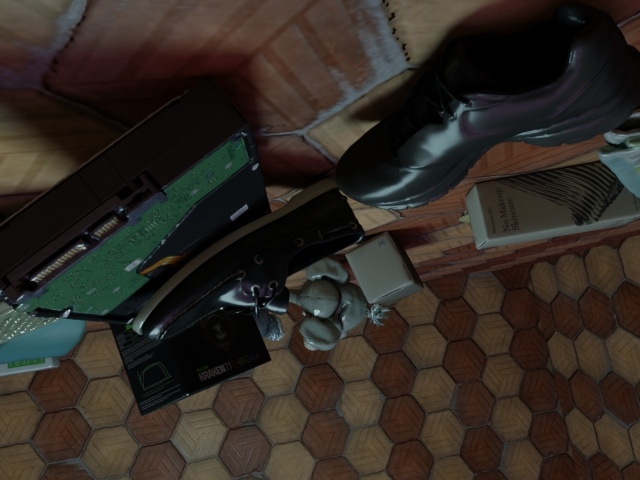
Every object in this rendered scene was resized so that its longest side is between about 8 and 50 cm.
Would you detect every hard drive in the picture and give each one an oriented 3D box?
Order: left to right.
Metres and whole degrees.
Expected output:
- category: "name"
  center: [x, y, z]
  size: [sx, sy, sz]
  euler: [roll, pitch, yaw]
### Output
- category: "hard drive"
  center: [-0.167, -0.010, 0.543]
  size: [0.237, 0.064, 0.339]
  euler: [-40, 174, -8]

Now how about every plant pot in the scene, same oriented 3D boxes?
- category: "plant pot"
  center: [-0.573, 0.138, 1.023]
  size: [0.166, 0.165, 0.234]
  euler: [1, 157, -44]

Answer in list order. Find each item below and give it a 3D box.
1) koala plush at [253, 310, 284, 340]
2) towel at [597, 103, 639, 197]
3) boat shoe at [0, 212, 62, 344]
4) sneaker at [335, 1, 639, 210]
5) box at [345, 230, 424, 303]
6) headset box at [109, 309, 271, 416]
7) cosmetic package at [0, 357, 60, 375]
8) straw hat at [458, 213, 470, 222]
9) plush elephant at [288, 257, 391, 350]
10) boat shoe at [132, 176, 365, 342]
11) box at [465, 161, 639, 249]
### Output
- category: "koala plush"
  center: [-0.197, 0.173, 1.333]
  size: [0.196, 0.221, 0.203]
  euler: [-4, 168, -24]
- category: "towel"
  center: [0.539, -0.150, 0.621]
  size: [0.321, 0.090, 0.375]
  euler: [-16, 168, 36]
- category: "boat shoe"
  center: [-0.421, 0.046, 0.678]
  size: [0.501, 0.155, 0.187]
  euler: [-23, 169, -7]
- category: "sneaker"
  center: [0.119, -0.117, 0.452]
  size: [0.286, 0.108, 0.130]
  euler: [-24, 153, 33]
- category: "box"
  center: [0.180, 0.084, 1.339]
  size: [0.121, 0.147, 0.311]
  euler: [-28, 164, 11]
- category: "headset box"
  center: [-0.259, 0.149, 0.971]
  size: [0.131, 0.282, 0.246]
  euler: [-30, 167, 26]
- category: "cosmetic package"
  center: [-0.895, 0.267, 1.312]
  size: [0.366, 0.196, 0.155]
  euler: [-6, 169, -22]
- category: "straw hat"
  center: [0.400, -0.035, 1.181]
  size: [0.145, 0.061, 0.144]
  euler: [-10, 170, -2]
- category: "plush elephant"
  center: [0.007, 0.186, 1.508]
  size: [0.256, 0.271, 0.330]
  euler: [26, 160, -38]
- category: "boat shoe"
  center: [-0.069, 0.041, 0.652]
  size: [0.340, 0.113, 0.127]
  euler: [-35, 171, -37]
- category: "box"
  center: [0.415, -0.064, 0.909]
  size: [0.275, 0.113, 0.094]
  euler: [-11, 169, 3]
